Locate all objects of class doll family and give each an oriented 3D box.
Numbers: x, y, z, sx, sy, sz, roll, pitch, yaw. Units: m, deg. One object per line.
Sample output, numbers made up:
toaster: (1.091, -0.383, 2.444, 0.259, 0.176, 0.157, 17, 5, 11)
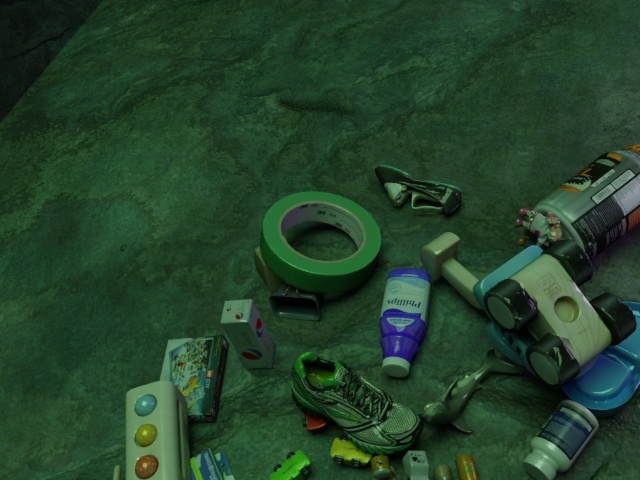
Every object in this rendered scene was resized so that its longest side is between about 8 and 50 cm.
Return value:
doll family: (0.544, 0.049, 1.959, 0.118, 0.263, 0.163, 3, 24, -31)

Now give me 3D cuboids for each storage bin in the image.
storage bin: (-0.058, 0.144, 2.134, 0.135, 0.098, 0.091, 2, 41, 19)

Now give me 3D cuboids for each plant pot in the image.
plant pot: (-0.124, 0.057, 2.221, 0.109, 0.096, 0.109, -28, 48, -7)

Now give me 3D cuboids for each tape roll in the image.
tape roll: (0.000, 0.000, 2.164, 0.321, 0.077, 0.321, 7, 44, -7)

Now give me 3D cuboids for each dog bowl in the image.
dog bowl: (0.657, 0.272, 1.802, 0.166, 0.074, 0.297, 29, 64, 35)

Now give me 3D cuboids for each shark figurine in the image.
shark figurine: (0.331, 0.371, 1.830, 0.278, 0.166, 0.116, -30, 72, -32)

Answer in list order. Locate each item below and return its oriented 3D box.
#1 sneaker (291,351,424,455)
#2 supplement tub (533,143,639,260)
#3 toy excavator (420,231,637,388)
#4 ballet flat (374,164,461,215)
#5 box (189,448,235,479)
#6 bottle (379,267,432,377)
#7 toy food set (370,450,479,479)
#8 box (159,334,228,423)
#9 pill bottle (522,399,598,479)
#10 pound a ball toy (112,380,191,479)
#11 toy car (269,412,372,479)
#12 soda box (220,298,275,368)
sneaker: (0.070, 0.362, 1.798, 0.344, 0.146, 0.134, 19, 51, 27)
supplement tub: (0.708, -0.096, 2.017, 0.316, 0.193, 0.193, -35, 49, -13)
toy excavator: (0.425, 0.137, 1.845, 0.222, 0.445, 0.433, -33, 82, -18)
ballet flat: (0.259, -0.139, 2.270, 0.280, 0.095, 0.096, 19, 71, 30)
box: (-0.297, 0.569, 1.878, 0.178, 0.042, 0.109, -28, 49, -6)
bottle: (0.205, 0.201, 1.994, 0.118, 0.092, 0.282, 2, 52, 17)
toy food set: (0.216, 0.519, 1.697, 0.232, 0.111, 0.104, 6, 46, -18)
box: (-0.332, 0.357, 2.067, 0.159, 0.044, 0.233, -6, 49, 13)
pill bottle: (0.505, 0.429, 1.703, 0.094, 0.094, 0.169, 30, 64, 35)
pound a ball toy: (-0.421, 0.501, 1.858, 0.208, 0.135, 0.319, -17, 48, 6)
toy car: (-0.019, 0.491, 1.848, 0.225, 0.053, 0.239, -39, 50, -16)
soda box: (-0.177, 0.237, 2.004, 0.074, 0.216, 0.069, -5, 49, 14)
